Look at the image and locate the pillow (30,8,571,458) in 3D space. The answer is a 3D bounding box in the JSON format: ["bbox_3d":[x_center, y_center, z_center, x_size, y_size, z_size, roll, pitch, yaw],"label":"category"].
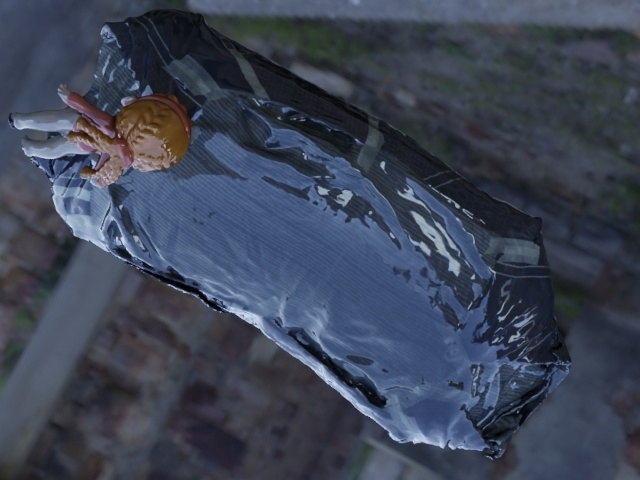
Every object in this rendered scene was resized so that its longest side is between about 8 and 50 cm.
[{"bbox_3d":[0.000,0.000,0.884,0.335,0.161,0.092,31,-156,-6],"label":"pillow"}]

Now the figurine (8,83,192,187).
[{"bbox_3d":[-0.120,-0.054,0.821,0.109,0.047,0.064,1,126,27],"label":"figurine"}]
